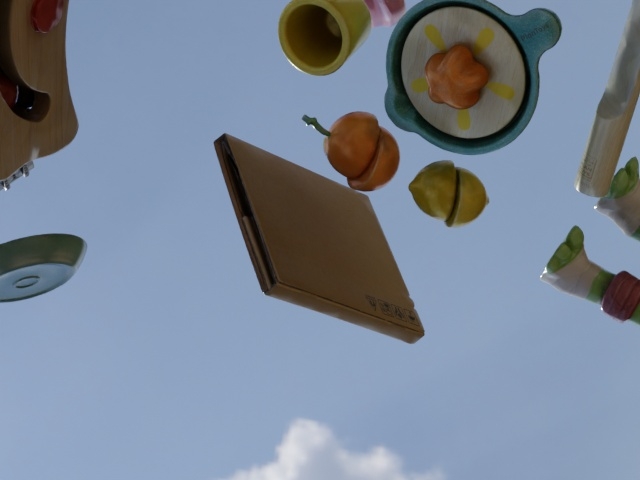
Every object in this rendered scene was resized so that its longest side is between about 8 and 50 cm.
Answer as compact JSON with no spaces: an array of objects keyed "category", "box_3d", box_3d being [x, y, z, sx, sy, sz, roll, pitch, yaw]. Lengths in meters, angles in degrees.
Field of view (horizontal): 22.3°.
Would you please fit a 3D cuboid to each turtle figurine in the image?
[{"category":"turtle figurine","box_3d":[0.338,0.049,1.389,0.198,0.266,0.275,-55,-10,15]}]

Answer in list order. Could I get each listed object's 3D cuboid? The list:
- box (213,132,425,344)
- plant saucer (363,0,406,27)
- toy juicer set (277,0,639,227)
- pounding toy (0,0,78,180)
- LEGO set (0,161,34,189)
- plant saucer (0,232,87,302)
[{"category":"box","box_3d":[0.000,0.000,1.421,0.201,0.021,0.164,21,-142,-46]},{"category":"plant saucer","box_3d":[-0.025,-0.387,2.012,0.084,0.332,0.332,-38,-39,-1]},{"category":"toy juicer set","box_3d":[0.123,-0.101,1.322,0.089,0.329,0.209,-37,-55,-53]},{"category":"pounding toy","box_3d":[-0.233,-0.176,0.990,0.154,0.155,0.269,-54,-25,-40]},{"category":"LEGO set","box_3d":[-0.435,-0.139,1.562,0.255,0.331,0.192,-29,-17,-14]},{"category":"plant saucer","box_3d":[-0.260,0.028,1.421,0.119,0.119,0.021,15,-127,-61]}]
